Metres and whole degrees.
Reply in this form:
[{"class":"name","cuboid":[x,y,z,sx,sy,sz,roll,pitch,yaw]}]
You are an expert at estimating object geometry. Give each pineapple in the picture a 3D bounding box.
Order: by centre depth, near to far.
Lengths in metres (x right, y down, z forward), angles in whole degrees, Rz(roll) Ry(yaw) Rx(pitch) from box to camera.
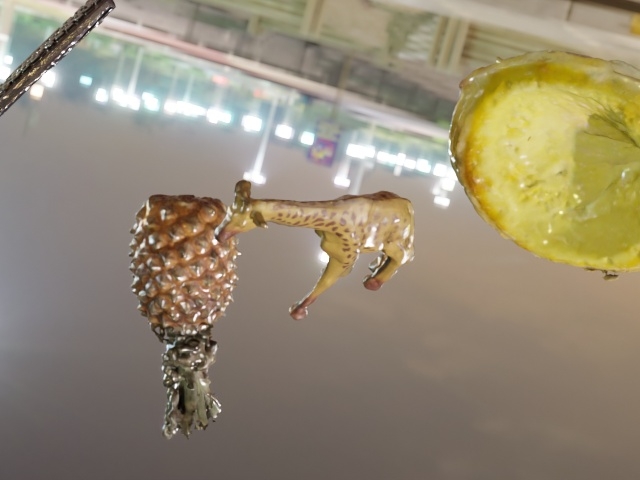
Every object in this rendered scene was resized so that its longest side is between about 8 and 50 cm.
[{"class":"pineapple","cuboid":[-0.205,0.113,1.881,0.175,0.361,0.175,3,179,0]}]

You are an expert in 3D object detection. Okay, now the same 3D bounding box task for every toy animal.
[{"class":"toy animal","cuboid":[0.008,-0.005,1.090,0.054,0.149,0.275,63,-175,22]}]

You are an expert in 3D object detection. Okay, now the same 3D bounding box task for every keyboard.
[{"class":"keyboard","cuboid":[-0.263,-0.112,1.029,0.017,0.250,0.087,47,177,-20]}]

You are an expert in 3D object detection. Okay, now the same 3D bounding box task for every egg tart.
[{"class":"egg tart","cuboid":[0.294,-0.100,1.397,0.315,0.315,0.120,17,-133,19]}]
